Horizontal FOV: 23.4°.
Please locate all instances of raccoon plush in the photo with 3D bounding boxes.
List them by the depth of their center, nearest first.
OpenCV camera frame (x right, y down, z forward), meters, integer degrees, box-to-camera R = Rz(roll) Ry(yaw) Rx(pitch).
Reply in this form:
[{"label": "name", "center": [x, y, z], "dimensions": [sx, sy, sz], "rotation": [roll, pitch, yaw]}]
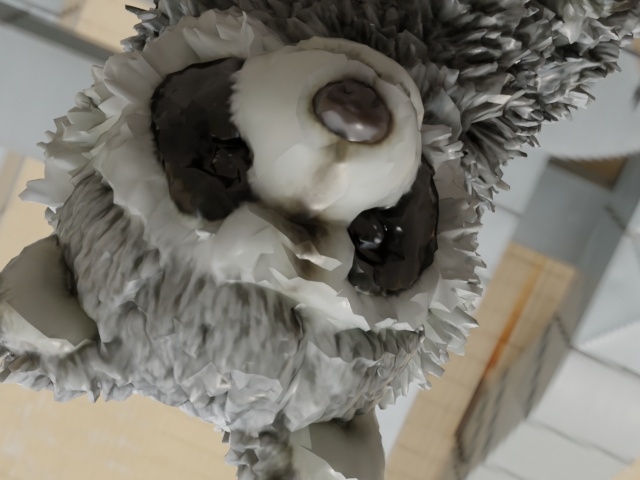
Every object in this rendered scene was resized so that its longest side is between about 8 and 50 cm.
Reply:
[{"label": "raccoon plush", "center": [0.000, 0.000, 0.704], "dimensions": [0.216, 0.299, 0.446], "rotation": [20, 160, 12]}]
